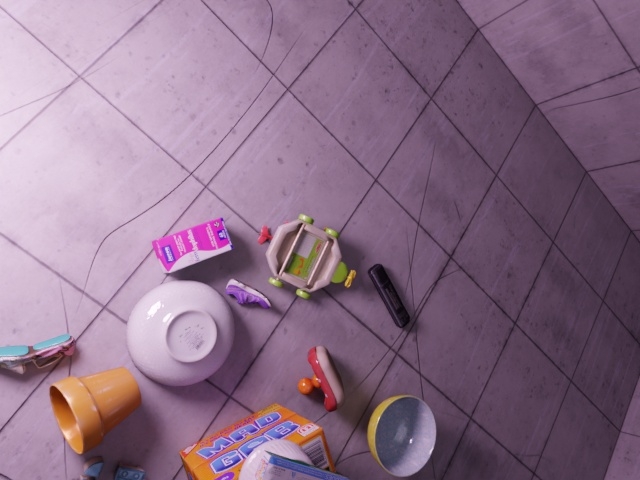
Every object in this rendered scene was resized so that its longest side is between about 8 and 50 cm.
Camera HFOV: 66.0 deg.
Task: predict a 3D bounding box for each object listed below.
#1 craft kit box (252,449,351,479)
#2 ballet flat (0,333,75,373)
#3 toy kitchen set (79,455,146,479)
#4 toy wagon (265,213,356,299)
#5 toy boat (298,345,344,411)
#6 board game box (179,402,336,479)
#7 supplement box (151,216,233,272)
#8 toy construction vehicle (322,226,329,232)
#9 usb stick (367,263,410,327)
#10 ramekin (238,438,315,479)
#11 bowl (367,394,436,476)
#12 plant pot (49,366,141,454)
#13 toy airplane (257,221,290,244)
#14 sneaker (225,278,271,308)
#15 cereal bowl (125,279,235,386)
[{"bbox_3d":[-0.072,0.673,1.204,0.249,0.061,0.247,29,70,-23],"label":"craft kit box"},{"bbox_3d":[-0.797,0.321,1.362,0.221,0.076,0.079,-10,110,-29],"label":"ballet flat"},{"bbox_3d":[-0.613,0.742,1.391,0.166,0.122,0.207,27,74,-24],"label":"toy kitchen set"},{"bbox_3d":[-0.027,0.076,1.781,0.344,0.068,0.268,27,87,-27],"label":"toy wagon"},{"bbox_3d":[-0.008,0.503,1.754,0.151,0.151,0.231,-24,98,2],"label":"toy boat"},{"bbox_3d":[-0.171,0.770,1.498,0.355,0.356,0.357,-19,95,-29],"label":"board game box"},{"bbox_3d":[-0.408,0.015,1.575,0.219,0.113,0.111,-23,98,-27],"label":"supplement box"},{"bbox_3d":[0.000,0.000,1.846,0.098,0.035,0.086,-34,101,-18],"label":"toy construction vehicle"},{"bbox_3d":[0.275,0.221,1.970,0.077,0.045,0.278,-37,103,-33],"label":"usb stick"},{"bbox_3d":[-0.099,0.638,1.284,0.207,0.109,0.208,2,85,-28],"label":"ramekin"},{"bbox_3d":[0.279,0.718,1.865,0.289,0.156,0.290,2,85,-28],"label":"bowl"},{"bbox_3d":[-0.620,0.455,1.384,0.187,0.205,0.205,-21,96,-44],"label":"plant pot"},{"bbox_3d":[-0.159,-0.002,1.758,0.151,0.028,0.152,-3,98,-26],"label":"toy airplane"},{"bbox_3d":[-0.247,0.193,1.686,0.169,0.068,0.071,29,88,-15],"label":"sneaker"},{"bbox_3d":[-0.418,0.287,1.530,0.338,0.141,0.340,3,83,-29],"label":"cereal bowl"}]
